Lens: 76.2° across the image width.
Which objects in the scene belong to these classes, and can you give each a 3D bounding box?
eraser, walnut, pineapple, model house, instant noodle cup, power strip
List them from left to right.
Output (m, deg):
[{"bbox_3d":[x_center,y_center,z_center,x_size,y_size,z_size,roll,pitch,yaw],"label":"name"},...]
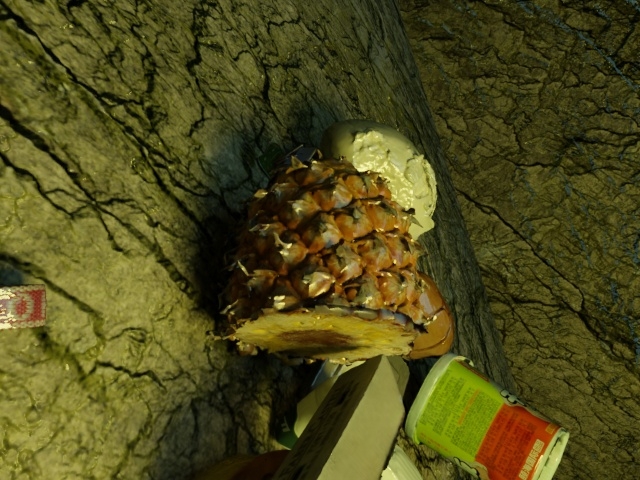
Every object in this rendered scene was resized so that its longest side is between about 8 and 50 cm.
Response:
[{"bbox_3d":[-0.045,-0.150,0.916,0.167,0.088,0.117,58,33,-22],"label":"model house"},{"bbox_3d":[-0.002,0.038,0.664,0.352,0.352,0.300,36,39,-45],"label":"pineapple"},{"bbox_3d":[0.006,0.277,0.482,0.077,0.111,0.352,52,35,-1],"label":"eraser"},{"bbox_3d":[0.072,0.298,0.868,0.251,0.092,0.257,58,46,-24],"label":"power strip"},{"bbox_3d":[0.263,0.209,1.122,0.298,0.203,0.203,55,34,-13],"label":"walnut"},{"bbox_3d":[0.429,0.483,1.045,0.294,0.308,0.294,-20,121,-38],"label":"instant noodle cup"}]

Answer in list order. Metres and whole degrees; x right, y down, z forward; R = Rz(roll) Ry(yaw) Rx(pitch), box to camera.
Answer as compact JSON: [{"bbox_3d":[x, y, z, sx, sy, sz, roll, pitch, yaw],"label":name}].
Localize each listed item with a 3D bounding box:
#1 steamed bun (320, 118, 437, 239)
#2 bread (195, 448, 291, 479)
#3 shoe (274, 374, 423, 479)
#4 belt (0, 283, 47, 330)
[{"bbox_3d":[0.142,-0.146,1.000,0.312,0.233,0.334,-103,176,-56],"label":"steamed bun"},{"bbox_3d":[-0.083,0.410,0.507,0.270,0.148,0.270,29,52,-44],"label":"bread"},{"bbox_3d":[0.065,0.412,0.714,0.363,0.160,0.132,54,10,-13],"label":"shoe"},{"bbox_3d":[-0.352,0.063,0.334,0.232,0.071,0.053,2,80,-57],"label":"belt"}]
